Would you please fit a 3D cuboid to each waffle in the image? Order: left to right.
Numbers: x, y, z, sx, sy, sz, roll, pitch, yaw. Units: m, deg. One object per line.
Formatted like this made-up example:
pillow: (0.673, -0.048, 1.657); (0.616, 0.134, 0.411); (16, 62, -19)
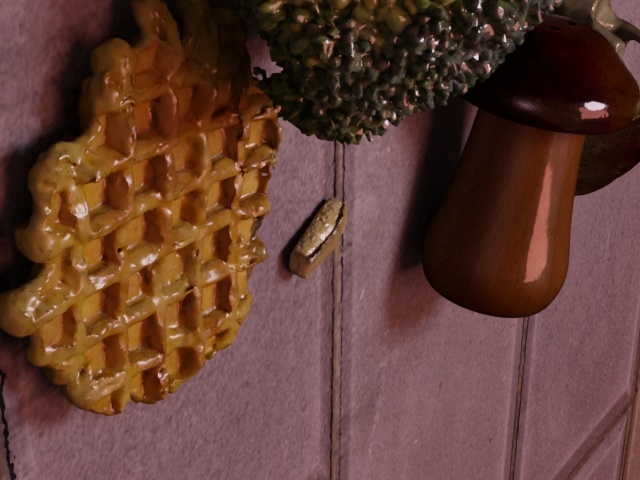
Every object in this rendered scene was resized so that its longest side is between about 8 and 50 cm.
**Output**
waffle: (-0.116, -0.021, 1.096); (0.307, 0.060, 0.312); (31, 81, -62)

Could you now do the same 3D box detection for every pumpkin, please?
pumpkin: (0.325, -0.102, 1.743); (0.254, 0.130, 0.149); (26, 84, -63)

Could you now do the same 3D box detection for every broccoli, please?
broccoli: (0.072, -0.248, 1.058); (0.375, 0.249, 0.302); (-56, 142, -39)

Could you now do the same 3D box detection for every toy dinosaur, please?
toy dinosaur: (0.280, -0.246, 1.558); (0.077, 0.162, 0.294); (-41, 148, -8)

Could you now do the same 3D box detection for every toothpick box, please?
toothpick box: (0.200, -0.080, 1.490); (0.192, 0.192, 0.294); (-24, 134, -53)

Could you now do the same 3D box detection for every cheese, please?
cheese: (0.000, 0.000, 1.341); (0.083, 0.030, 0.044); (-55, 169, -35)
